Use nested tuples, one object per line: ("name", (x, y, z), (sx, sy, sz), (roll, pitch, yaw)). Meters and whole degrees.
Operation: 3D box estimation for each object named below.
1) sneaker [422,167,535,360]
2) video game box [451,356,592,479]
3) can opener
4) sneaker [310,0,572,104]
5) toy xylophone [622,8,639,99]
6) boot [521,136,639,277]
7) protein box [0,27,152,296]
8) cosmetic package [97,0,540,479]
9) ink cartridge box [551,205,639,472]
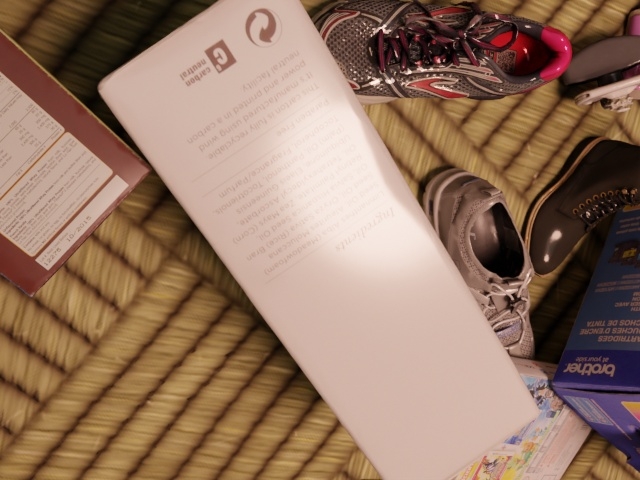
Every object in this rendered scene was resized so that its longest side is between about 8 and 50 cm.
("sneaker", (0.198, 0.056, 0.768), (0.105, 0.115, 0.281), (-27, 109, -12))
("video game box", (0.250, 0.247, 0.816), (0.187, 0.048, 0.205), (13, 110, -32))
("can opener", (0.431, -0.215, 0.753), (0.280, 0.074, 0.093), (-12, 91, 17))
("sneaker", (0.126, -0.212, 0.705), (0.299, 0.112, 0.121), (-6, 100, -17))
("toy xylophone", (0.553, -0.257, 0.855), (0.322, 0.081, 0.236), (11, 95, -20))
("boot", (0.333, -0.039, 0.788), (0.076, 0.137, 0.198), (26, 91, -20))
("protein box", (-0.268, -0.086, 0.547), (0.201, 0.200, 0.136), (44, 84, -19))
("cosmetic package", (0.000, 0.000, 0.626), (0.161, 0.230, 0.453), (-35, 108, -2))
("ink cartridge box", (0.451, 0.139, 0.786), (0.270, 0.151, 0.396), (41, 65, -20))
